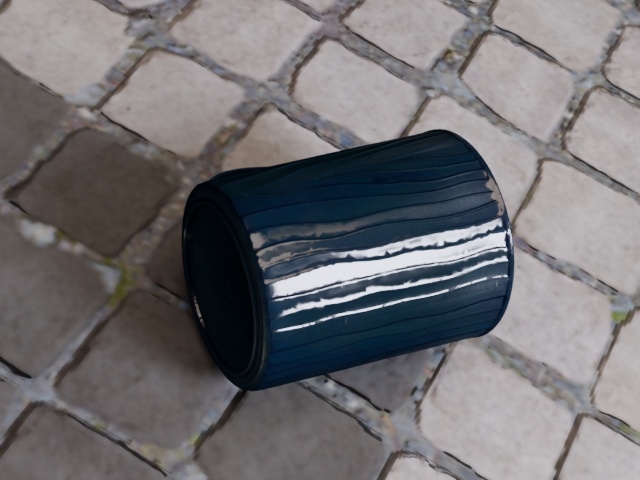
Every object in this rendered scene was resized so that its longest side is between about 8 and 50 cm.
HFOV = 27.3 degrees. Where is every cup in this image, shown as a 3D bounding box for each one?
[{"bbox_3d":[0.003,0.010,0.691,0.138,0.150,0.113,-12,93,-25],"label":"cup"}]
